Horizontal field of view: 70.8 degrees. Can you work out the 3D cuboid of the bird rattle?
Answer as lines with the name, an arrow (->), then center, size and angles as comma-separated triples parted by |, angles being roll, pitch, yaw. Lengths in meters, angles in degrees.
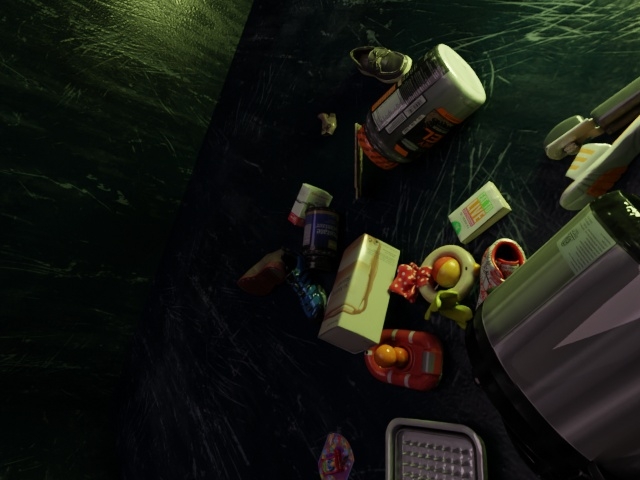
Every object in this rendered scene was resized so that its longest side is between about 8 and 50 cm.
bird rattle -> 0.316, 0.109, 1.184 | 0.207, 0.143, 0.253 | -53, 27, 8

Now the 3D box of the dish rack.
dish rack -> 0.277, 0.601, 1.057 | 0.285, 0.072, 0.333 | -18, 63, 49

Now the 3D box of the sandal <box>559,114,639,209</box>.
sandal -> 0.587, -0.177, 0.928 | 0.265, 0.102, 0.076 | -51, 41, 16

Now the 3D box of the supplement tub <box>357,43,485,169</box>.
supplement tub -> 0.277, -0.367, 1.295 | 0.338, 0.207, 0.207 | -38, 50, 38

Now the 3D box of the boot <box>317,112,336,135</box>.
boot -> 0.020, -0.461, 1.797 | 0.118, 0.042, 0.087 | 14, 91, 53

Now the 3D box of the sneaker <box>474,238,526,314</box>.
sneaker -> 0.399, 0.130, 0.999 | 0.090, 0.145, 0.270 | 3, 74, 11

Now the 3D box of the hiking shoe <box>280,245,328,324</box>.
hiking shoe -> -0.069, 0.165, 1.608 | 0.113, 0.132, 0.304 | -47, 45, 31

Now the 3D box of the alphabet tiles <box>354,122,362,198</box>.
alphabet tiles -> 0.126, -0.259, 1.486 | 0.009, 0.198, 0.237 | 2, 101, 10

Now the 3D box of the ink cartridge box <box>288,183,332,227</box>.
ink cartridge box -> -0.038, -0.124, 1.690 | 0.063, 0.109, 0.151 | 40, 109, 52

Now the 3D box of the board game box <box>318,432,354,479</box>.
board game box -> 0.033, 0.678, 1.374 | 0.133, 0.033, 0.169 | 26, 98, 52

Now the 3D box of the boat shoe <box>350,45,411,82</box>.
boat shoe -> 0.201, -0.625, 1.579 | 0.285, 0.092, 0.103 | 42, 111, 50

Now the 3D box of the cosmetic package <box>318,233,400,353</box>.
cosmetic package -> 0.112, 0.150, 1.284 | 0.153, 0.129, 0.296 | -45, 23, 55

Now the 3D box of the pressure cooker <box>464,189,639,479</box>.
pressure cooker -> 0.449, 0.175, 0.730 | 0.375, 0.369, 0.420 | 51, 122, 24

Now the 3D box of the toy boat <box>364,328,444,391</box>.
toy boat -> 0.201, 0.309, 1.194 | 0.231, 0.151, 0.151 | -7, 71, 51

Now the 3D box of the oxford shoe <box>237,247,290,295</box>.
oxford shoe -> -0.223, 0.133, 1.864 | 0.348, 0.123, 0.130 | -26, 32, 46

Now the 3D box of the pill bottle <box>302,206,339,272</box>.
pill bottle -> 0.000, 0.000, 1.587 | 0.122, 0.122, 0.219 | -12, 68, 50

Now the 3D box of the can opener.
can opener -> 0.601, -0.271, 0.954 | 0.280, 0.074, 0.093 | -37, 50, 38

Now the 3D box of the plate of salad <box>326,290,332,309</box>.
plate of salad -> 0.110, 0.203, 1.422 | 0.199, 0.048, 0.200 | -17, 55, 27

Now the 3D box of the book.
book -> 0.408, -0.071, 1.170 | 0.144, 0.035, 0.096 | -47, 41, 33
